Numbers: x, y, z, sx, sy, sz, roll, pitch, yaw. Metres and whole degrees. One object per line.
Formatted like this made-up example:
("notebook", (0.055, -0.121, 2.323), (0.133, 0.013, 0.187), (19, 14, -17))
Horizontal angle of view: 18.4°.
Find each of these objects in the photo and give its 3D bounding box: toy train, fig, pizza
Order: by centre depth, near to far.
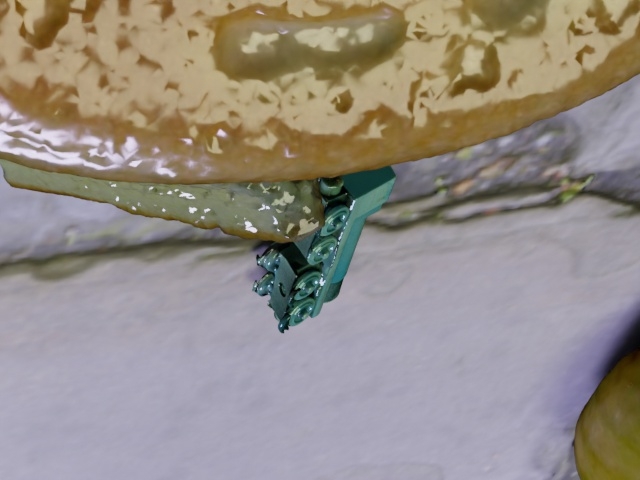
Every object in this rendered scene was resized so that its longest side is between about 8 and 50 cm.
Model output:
("pizza", (-0.018, -0.124, 0.517), (0.289, 0.081, 0.229), (-8, 122, -6))
("toy train", (0.000, 0.000, 0.794), (0.045, 0.029, 0.092), (-28, 154, -31))
("fig", (0.201, 0.093, 0.989), (0.136, 0.121, 0.153), (-12, 167, -32))

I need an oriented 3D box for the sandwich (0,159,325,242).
("sandwich", (-0.008, -0.070, 0.638), (0.244, 0.088, 0.090), (-33, 143, 7))
